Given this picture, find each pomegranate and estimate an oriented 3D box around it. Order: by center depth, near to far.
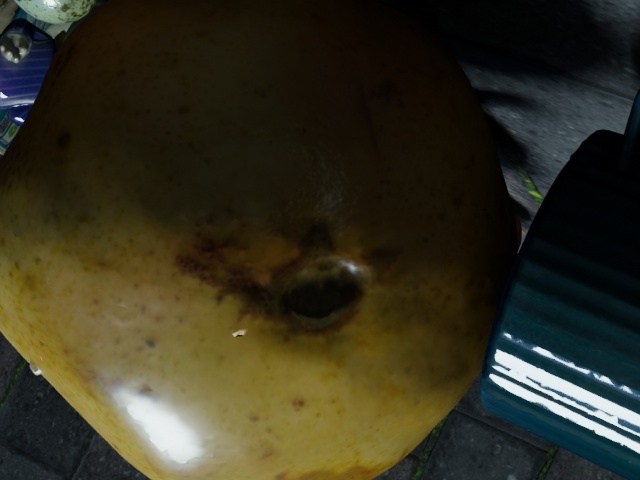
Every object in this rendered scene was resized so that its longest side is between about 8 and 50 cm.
[{"bbox_3d":[-0.057,-0.002,1.218,0.417,0.416,0.416,25,172,4],"label":"pomegranate"}]

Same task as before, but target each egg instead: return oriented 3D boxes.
[{"bbox_3d":[-0.277,-0.268,1.621,0.110,0.085,0.085,38,169,-17],"label":"egg"}]

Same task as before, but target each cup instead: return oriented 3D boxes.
[{"bbox_3d":[0.283,0.056,1.102,0.292,0.242,0.308,23,152,17],"label":"cup"}]

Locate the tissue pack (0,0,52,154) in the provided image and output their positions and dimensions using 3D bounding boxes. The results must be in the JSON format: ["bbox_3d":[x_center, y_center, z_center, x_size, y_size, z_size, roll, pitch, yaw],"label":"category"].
[{"bbox_3d":[-0.399,-0.223,1.920,0.134,0.192,0.271,23,172,7],"label":"tissue pack"}]

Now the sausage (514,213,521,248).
[{"bbox_3d":[0.171,-0.022,1.824,0.179,0.089,0.089,35,169,-38],"label":"sausage"}]

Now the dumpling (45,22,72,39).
[{"bbox_3d":[-0.196,-0.179,1.824,0.258,0.147,0.193,33,140,-13],"label":"dumpling"}]

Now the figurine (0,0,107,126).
[{"bbox_3d":[-0.273,-0.191,1.696,0.274,0.193,0.133,21,-175,0],"label":"figurine"}]
